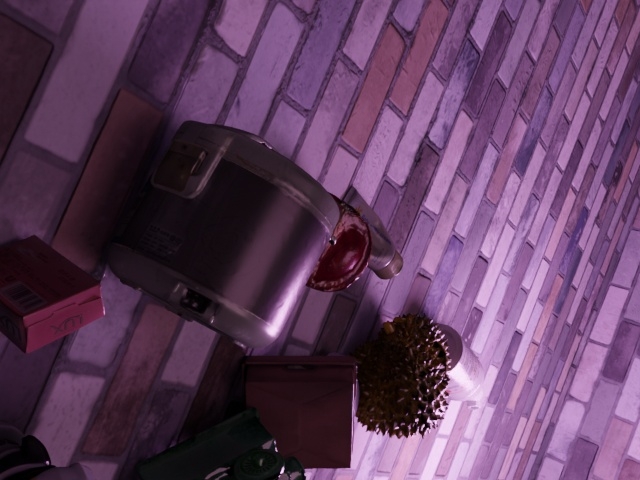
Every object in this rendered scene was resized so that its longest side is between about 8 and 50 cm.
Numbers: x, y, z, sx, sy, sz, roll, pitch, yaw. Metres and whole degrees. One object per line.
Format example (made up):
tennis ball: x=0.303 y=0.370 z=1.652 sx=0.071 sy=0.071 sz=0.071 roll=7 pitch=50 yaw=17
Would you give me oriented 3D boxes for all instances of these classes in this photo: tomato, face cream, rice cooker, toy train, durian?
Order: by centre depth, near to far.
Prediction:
rice cooker: x=-0.135 y=-0.014 z=1.036 sx=0.288 sy=0.288 sz=0.277 roll=41 pitch=72 yaw=-52
toy train: x=-0.161 y=0.418 z=1.210 sx=0.266 sy=0.202 sz=0.145 roll=-21 pitch=115 yaw=-25
tomato: x=0.000 y=0.000 z=1.376 sx=0.189 sy=0.099 sz=0.173 roll=36 pitch=91 yaw=-13
face cream: x=0.096 y=-0.003 z=1.530 sx=0.114 sy=0.070 sz=0.224 roll=-57 pitch=133 yaw=-18
durian: x=0.188 y=0.304 z=1.644 sx=0.258 sy=0.258 sz=0.293 roll=12 pitch=85 yaw=-54
face cream: x=0.368 y=0.361 z=1.976 sx=0.145 sy=0.145 sz=0.370 roll=-60 pitch=144 yaw=-14

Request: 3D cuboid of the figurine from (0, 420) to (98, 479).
figurine: x=-0.376 y=0.342 z=0.911 sx=0.133 sy=0.236 sz=0.176 roll=37 pitch=75 yaw=-54

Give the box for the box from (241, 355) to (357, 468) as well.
box: x=-0.041 y=0.328 z=1.369 sx=0.086 sy=0.215 sz=0.215 roll=-91 pitch=-178 yaw=-67

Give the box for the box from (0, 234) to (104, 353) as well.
box: x=-0.354 y=0.061 z=0.887 sx=0.111 sy=0.156 sz=0.060 roll=-28 pitch=138 yaw=-42

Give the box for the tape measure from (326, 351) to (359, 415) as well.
tape measure: x=-0.005 y=0.337 z=1.516 sx=0.196 sy=0.105 sz=0.178 roll=-19 pitch=112 yaw=-49
